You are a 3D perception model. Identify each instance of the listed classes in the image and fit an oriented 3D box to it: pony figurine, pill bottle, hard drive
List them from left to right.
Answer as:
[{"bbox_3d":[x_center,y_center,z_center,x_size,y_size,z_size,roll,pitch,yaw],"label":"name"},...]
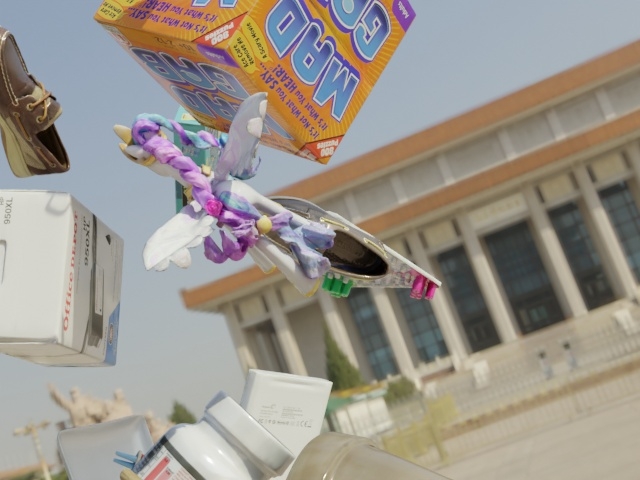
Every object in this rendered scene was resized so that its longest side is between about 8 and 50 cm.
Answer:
[{"bbox_3d":[-0.225,0.435,1.598,0.363,0.210,0.210,-48,-7,-9],"label":"pill bottle"},{"bbox_3d":[-0.145,-0.059,1.515,0.303,0.363,0.351,-55,26,-5],"label":"pony figurine"},{"bbox_3d":[-0.096,0.423,1.975,0.203,0.308,0.040,15,0,-39],"label":"hard drive"}]

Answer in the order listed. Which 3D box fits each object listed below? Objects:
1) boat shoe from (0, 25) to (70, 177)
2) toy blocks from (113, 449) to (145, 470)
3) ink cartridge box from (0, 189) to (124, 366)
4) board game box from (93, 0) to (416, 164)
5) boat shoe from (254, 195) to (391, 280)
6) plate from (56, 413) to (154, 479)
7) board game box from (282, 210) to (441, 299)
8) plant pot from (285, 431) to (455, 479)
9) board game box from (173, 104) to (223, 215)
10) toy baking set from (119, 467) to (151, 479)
[{"bbox_3d":[-0.539,-0.251,1.812,0.123,0.123,0.342,4,-45,5],"label":"boat shoe"},{"bbox_3d":[-0.347,0.471,1.981,0.148,0.054,0.123,22,-1,-13],"label":"toy blocks"},{"bbox_3d":[-0.519,0.088,1.909,0.166,0.286,0.395,0,-13,4],"label":"ink cartridge box"},{"bbox_3d":[-0.110,-0.415,1.795,0.356,0.356,0.356,21,-16,38],"label":"board game box"},{"bbox_3d":[0.000,0.000,1.986,0.324,0.117,0.097,22,11,-26],"label":"boat shoe"},{"bbox_3d":[-0.434,0.523,2.074,0.045,0.277,0.278,-28,-14,25],"label":"plate"},{"bbox_3d":[0.033,0.047,2.382,0.390,0.050,0.390,32,-22,-34],"label":"board game box"},{"bbox_3d":[0.121,0.471,1.491,0.280,0.323,0.323,2,0,27],"label":"plant pot"},{"bbox_3d":[-0.298,-0.218,2.408,0.079,0.254,0.336,6,-50,2],"label":"board game box"},{"bbox_3d":[-0.249,0.397,1.235,0.197,0.256,0.030,-56,-26,1],"label":"toy baking set"}]
